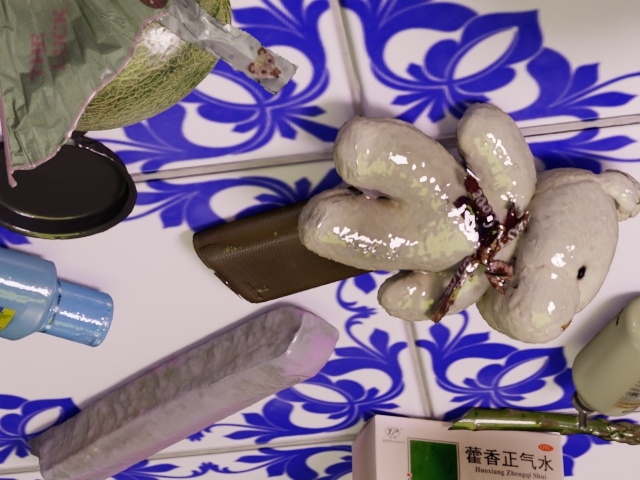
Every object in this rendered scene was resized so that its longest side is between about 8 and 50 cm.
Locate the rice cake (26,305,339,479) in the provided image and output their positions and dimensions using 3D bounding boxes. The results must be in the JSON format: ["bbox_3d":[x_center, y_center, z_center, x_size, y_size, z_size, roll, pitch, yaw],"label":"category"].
[{"bbox_3d":[-0.143,0.163,1.653,0.399,0.064,0.070,-29,143,34],"label":"rice cake"}]

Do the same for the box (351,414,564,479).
[{"bbox_3d":[0.145,0.281,1.749,0.212,0.168,0.095,7,148,-14],"label":"box"}]

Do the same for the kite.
[{"bbox_3d":[-0.124,-0.184,1.056,0.268,0.013,0.323,42,92,0],"label":"kite"}]

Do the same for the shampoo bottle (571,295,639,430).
[{"bbox_3d":[0.290,0.121,1.600,0.079,0.079,0.162,11,144,-19],"label":"shampoo bottle"}]

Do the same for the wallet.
[{"bbox_3d":[0.000,0.000,1.450,0.198,0.031,0.110,-16,144,21],"label":"wallet"}]

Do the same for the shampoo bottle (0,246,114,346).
[{"bbox_3d":[-0.305,0.038,1.465,0.258,0.061,0.104,18,142,-27],"label":"shampoo bottle"}]

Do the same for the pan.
[{"bbox_3d":[-0.204,-0.071,1.337,0.136,0.028,0.235,8,148,-16],"label":"pan"}]

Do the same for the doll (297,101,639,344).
[{"bbox_3d":[0.120,-0.002,1.347,0.278,0.149,0.175,15,142,-23],"label":"doll"}]

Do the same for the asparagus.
[{"bbox_3d":[0.248,0.195,1.753,0.236,0.027,0.034,6,150,-12],"label":"asparagus"}]

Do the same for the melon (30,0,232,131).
[{"bbox_3d":[-0.155,-0.143,1.137,0.192,0.139,0.139,-14,144,18],"label":"melon"}]
